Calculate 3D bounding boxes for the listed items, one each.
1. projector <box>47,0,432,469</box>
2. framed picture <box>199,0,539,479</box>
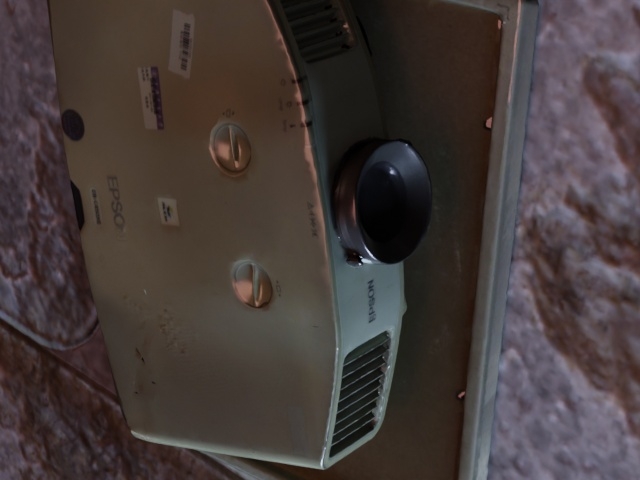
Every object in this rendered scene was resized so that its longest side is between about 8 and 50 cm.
[{"bbox_3d":[-0.036,-0.024,0.846,0.194,0.088,0.269,4,108,39],"label":"projector"},{"bbox_3d":[0.000,0.000,0.897,0.240,0.020,0.324,19,117,36],"label":"framed picture"}]
